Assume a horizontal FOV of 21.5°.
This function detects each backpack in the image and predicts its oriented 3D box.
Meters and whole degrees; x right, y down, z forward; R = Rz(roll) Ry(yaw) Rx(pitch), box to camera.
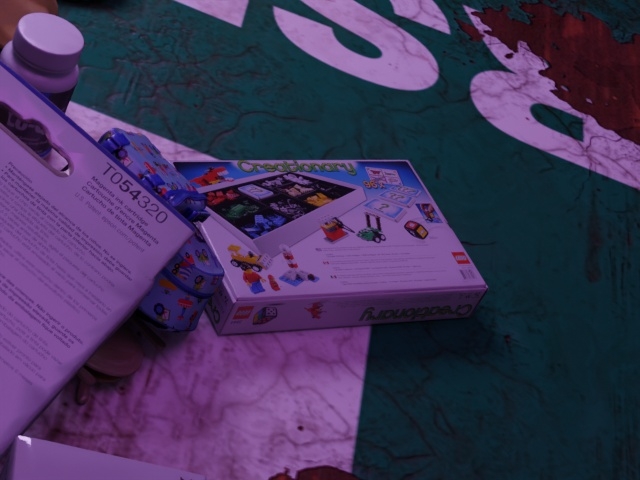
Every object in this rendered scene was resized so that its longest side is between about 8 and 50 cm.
[{"bbox_3d":[-0.156,-0.003,1.532,0.173,0.117,0.158,47,7,12],"label":"backpack"}]

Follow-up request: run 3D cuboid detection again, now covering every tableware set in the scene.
[{"bbox_3d":[-0.240,0.060,1.499,0.194,0.039,0.128,44,28,12],"label":"tableware set"}]

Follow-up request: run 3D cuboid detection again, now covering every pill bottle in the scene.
[{"bbox_3d":[-0.279,-0.148,1.633,0.078,0.137,0.078,17,38,-14],"label":"pill bottle"}]

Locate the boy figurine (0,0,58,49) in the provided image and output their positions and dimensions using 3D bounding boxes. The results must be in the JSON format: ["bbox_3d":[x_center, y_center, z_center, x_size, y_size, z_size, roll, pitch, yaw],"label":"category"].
[{"bbox_3d":[-0.376,-0.314,1.749,0.285,0.177,0.092,47,29,-5],"label":"boy figurine"}]

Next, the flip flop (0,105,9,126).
[{"bbox_3d":[-0.347,-0.027,1.474,0.080,0.112,0.277,29,42,2],"label":"flip flop"}]

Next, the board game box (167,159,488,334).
[{"bbox_3d":[0.000,0.000,1.702,0.305,0.053,0.193,-2,47,-33],"label":"board game box"}]

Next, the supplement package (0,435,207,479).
[{"bbox_3d":[-0.176,0.266,1.121,0.134,0.244,0.139,15,38,-17],"label":"supplement package"}]

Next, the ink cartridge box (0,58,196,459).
[{"bbox_3d":[-0.315,-0.002,1.368,0.324,0.071,0.330,41,47,-1],"label":"ink cartridge box"}]
